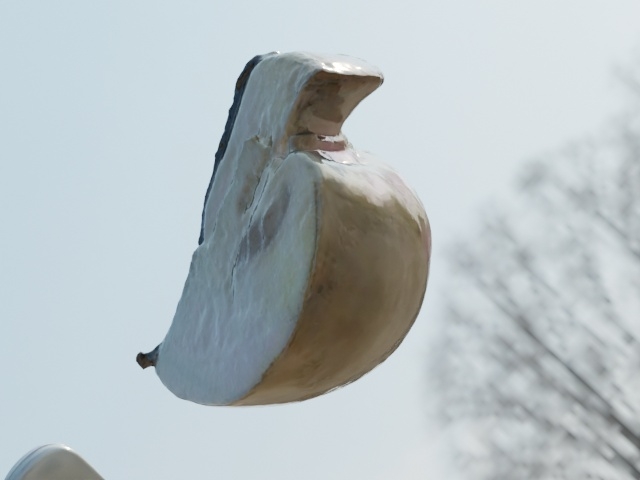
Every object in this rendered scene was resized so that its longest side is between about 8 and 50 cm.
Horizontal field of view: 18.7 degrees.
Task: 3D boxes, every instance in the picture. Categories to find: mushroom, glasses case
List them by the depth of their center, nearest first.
[{"bbox_3d":[0.019,0.012,1.216,0.162,0.173,0.236,11,-77,-32],"label":"mushroom"},{"bbox_3d":[-0.175,0.242,1.542,0.076,0.197,0.049,-47,24,-20],"label":"glasses case"}]
